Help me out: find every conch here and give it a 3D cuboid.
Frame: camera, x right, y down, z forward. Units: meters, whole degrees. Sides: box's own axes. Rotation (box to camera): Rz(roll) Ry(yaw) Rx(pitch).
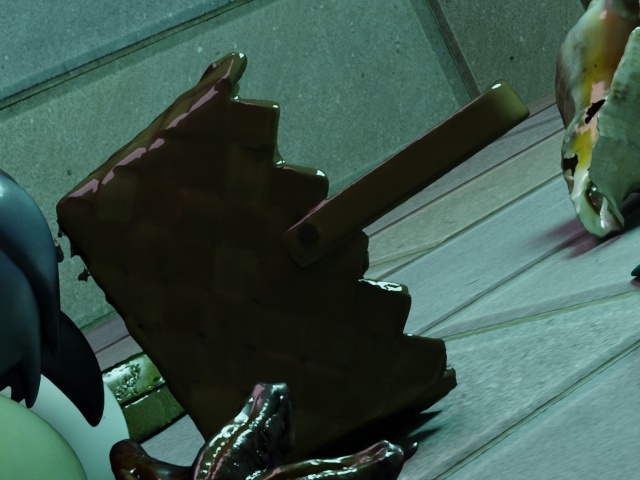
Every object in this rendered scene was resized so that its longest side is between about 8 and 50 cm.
[{"bbox_3d":[0.323,-0.145,1.882,0.186,0.263,0.324,-4,44,6],"label":"conch"}]

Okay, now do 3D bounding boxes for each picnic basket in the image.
[{"bbox_3d":[0.000,0.000,1.410,0.321,0.291,0.254,-35,-2,-7],"label":"picnic basket"}]

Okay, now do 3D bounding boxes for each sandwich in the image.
[{"bbox_3d":[-0.227,0.185,1.952,0.159,0.079,0.235,-35,-5,36],"label":"sandwich"}]

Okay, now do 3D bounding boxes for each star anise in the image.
[{"bbox_3d":[-0.061,0.185,1.021,0.272,0.102,0.272,-11,31,7],"label":"star anise"}]

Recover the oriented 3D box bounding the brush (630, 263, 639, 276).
[{"bbox_3d":[0.276,0.014,1.471,0.043,0.032,0.193,-31,-6,-11],"label":"brush"}]

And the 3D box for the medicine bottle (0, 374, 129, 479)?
[{"bbox_3d":[-0.278,0.196,1.476,0.170,0.170,0.293,-23,6,26],"label":"medicine bottle"}]

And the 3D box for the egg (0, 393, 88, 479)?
[{"bbox_3d":[-0.256,0.186,1.176,0.218,0.218,0.295,-22,-1,33],"label":"egg"}]

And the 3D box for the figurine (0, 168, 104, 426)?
[{"bbox_3d":[-0.252,0.041,1.337,0.175,0.197,0.265,-14,-36,6],"label":"figurine"}]
